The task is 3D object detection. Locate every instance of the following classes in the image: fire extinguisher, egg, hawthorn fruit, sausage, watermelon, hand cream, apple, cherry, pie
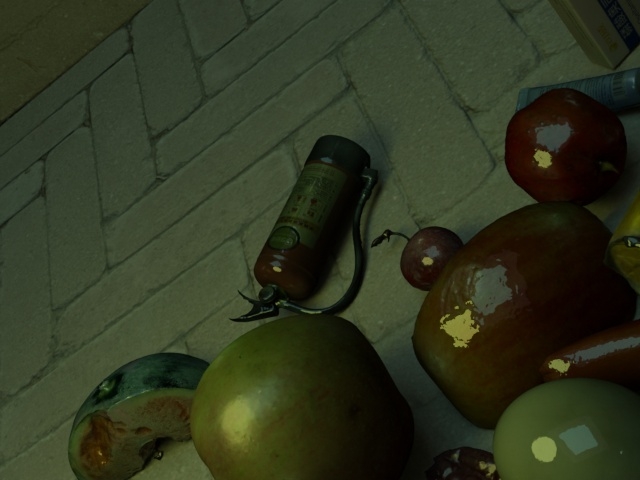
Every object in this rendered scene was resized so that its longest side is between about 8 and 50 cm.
[{"bbox_3d":[-0.008,-0.006,2.001,0.200,0.113,0.376,2,57,45],"label":"fire extinguisher"},{"bbox_3d":[0.312,0.256,1.373,0.242,0.186,0.186,5,59,58],"label":"egg"},{"bbox_3d":[0.374,-0.132,1.692,0.179,0.179,0.200,-53,35,-10],"label":"hawthorn fruit"},{"bbox_3d":[0.421,0.137,1.436,0.300,0.089,0.083,-22,52,18],"label":"sausage"},{"bbox_3d":[-0.331,0.276,2.000,0.322,0.175,0.188,-35,38,14],"label":"watermelon"},{"bbox_3d":[0.425,-0.230,1.840,0.271,0.058,0.091,-8,62,45],"label":"hand cream"},{"bbox_3d":[0.290,0.094,1.602,0.346,0.254,0.179,-48,-4,-2],"label":"apple"},{"bbox_3d":[0.152,0.027,1.840,0.225,0.090,0.107,4,65,58],"label":"cherry"},{"bbox_3d":[0.175,0.380,1.506,0.219,0.054,0.204,-44,36,-1],"label":"pie"},{"bbox_3d":[-0.017,0.253,1.604,0.277,0.319,0.319,-41,36,2],"label":"apple"}]

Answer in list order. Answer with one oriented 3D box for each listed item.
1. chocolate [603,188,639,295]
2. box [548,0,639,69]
[{"bbox_3d":[0.543,-0.127,1.535,0.162,0.162,0.445,11,62,49],"label":"chocolate"},{"bbox_3d":[0.431,-0.453,1.796,0.200,0.343,0.065,-46,36,-1],"label":"box"}]
